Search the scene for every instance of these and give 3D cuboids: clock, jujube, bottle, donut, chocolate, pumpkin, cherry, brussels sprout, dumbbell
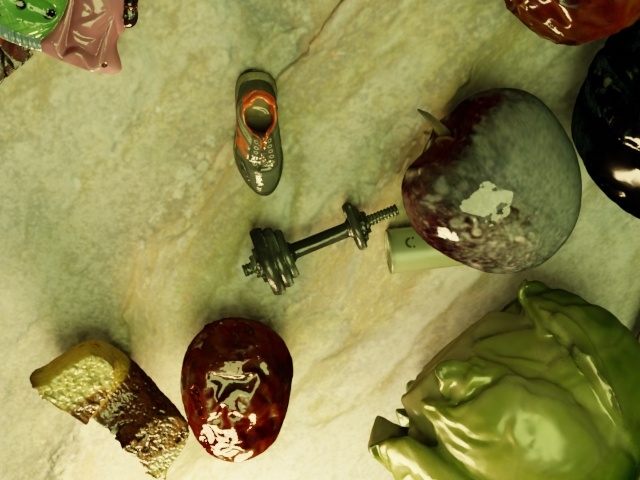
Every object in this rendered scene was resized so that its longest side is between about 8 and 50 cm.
[{"bbox_3d":[-0.321,-0.333,1.289,0.194,0.100,0.195,20,114,-16],"label":"clock"},{"bbox_3d":[0.283,-0.401,1.273,0.342,0.216,0.216,41,108,-11],"label":"jujube"},{"bbox_3d":[0.204,0.006,1.564,0.201,0.072,0.072,-7,120,-3],"label":"bottle"},{"bbox_3d":[-0.328,0.246,1.604,0.112,0.151,0.295,-40,123,2],"label":"donut"},{"bbox_3d":[-0.483,-0.220,1.374,0.182,0.028,0.086,-42,119,15],"label":"chocolate"},{"bbox_3d":[0.529,-0.178,1.370,0.363,0.266,0.363,-10,138,-9],"label":"pumpkin"},{"bbox_3d":[0.245,-0.086,1.426,0.296,0.218,0.255,41,82,-24],"label":"cherry"},{"bbox_3d":[-0.135,0.234,1.604,0.183,0.183,0.243,-2,129,-6],"label":"jujube"},{"bbox_3d":[0.323,0.297,1.564,0.361,0.342,0.425,47,121,6],"label":"brussels sprout"},{"bbox_3d":[0.000,0.000,1.522,0.254,0.110,0.110,-22,120,-1],"label":"dumbbell"}]

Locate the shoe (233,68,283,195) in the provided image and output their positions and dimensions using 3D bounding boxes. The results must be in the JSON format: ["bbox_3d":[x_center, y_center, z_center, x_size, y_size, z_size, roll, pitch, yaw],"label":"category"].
[{"bbox_3d":[-0.089,-0.144,1.437,0.074,0.077,0.194,-5,120,-5],"label":"shoe"}]

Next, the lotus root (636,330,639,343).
[{"bbox_3d":[0.652,0.176,1.646,0.180,0.199,0.188,-14,144,-24],"label":"lotus root"}]
